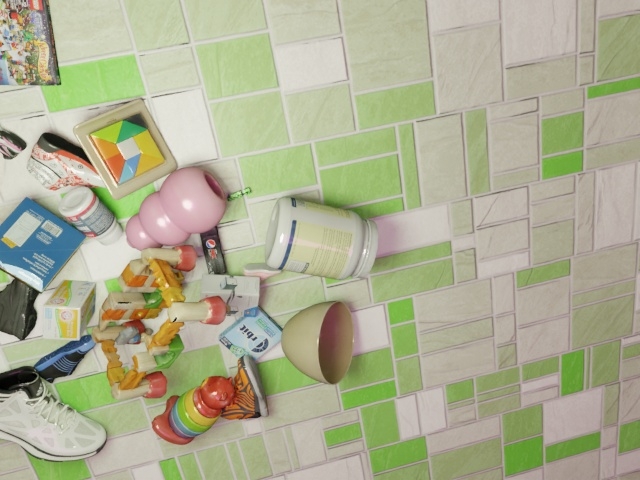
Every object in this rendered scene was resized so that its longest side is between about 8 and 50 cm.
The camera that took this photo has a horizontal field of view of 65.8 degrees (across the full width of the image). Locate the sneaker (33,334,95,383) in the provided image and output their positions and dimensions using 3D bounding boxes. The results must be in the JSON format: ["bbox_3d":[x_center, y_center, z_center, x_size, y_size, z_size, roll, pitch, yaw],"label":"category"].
[{"bbox_3d":[-0.846,0.402,1.675,0.232,0.081,0.090,-26,115,7],"label":"sneaker"}]

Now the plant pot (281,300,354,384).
[{"bbox_3d":[-0.025,0.349,1.731,0.191,0.284,0.283,-1,114,27],"label":"plant pot"}]

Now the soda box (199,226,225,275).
[{"bbox_3d":[-0.358,0.031,1.646,0.060,0.053,0.168,-11,111,-7],"label":"soda box"}]

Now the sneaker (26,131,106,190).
[{"bbox_3d":[-0.730,-0.196,1.485,0.270,0.090,0.145,31,116,-29],"label":"sneaker"}]

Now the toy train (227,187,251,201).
[{"bbox_3d":[-0.267,-0.151,1.620,0.083,0.017,0.023,-21,102,-3],"label":"toy train"}]

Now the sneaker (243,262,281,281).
[{"bbox_3d":[-0.203,0.118,1.712,0.135,0.051,0.070,0,123,-18],"label":"sneaker"}]

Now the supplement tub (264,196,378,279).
[{"bbox_3d":[0.000,0.000,1.607,0.325,0.235,0.235,11,106,-14],"label":"supplement tub"}]

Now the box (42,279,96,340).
[{"bbox_3d":[-0.781,0.214,1.550,0.103,0.203,0.114,6,108,-13],"label":"box"}]

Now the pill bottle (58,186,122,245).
[{"bbox_3d":[-0.685,-0.067,1.495,0.108,0.108,0.180,-27,140,0],"label":"pill bottle"}]

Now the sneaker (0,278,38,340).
[{"bbox_3d":[-0.964,0.179,1.561,0.130,0.109,0.286,18,102,-7],"label":"sneaker"}]

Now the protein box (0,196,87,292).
[{"bbox_3d":[-0.846,0.019,1.461,0.200,0.136,0.201,39,66,-20],"label":"protein box"}]

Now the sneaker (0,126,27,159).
[{"bbox_3d":[-0.946,-0.299,1.414,0.077,0.072,0.178,-42,106,17],"label":"sneaker"}]

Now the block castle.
[{"bbox_3d":[-0.493,0.252,1.529,0.213,0.303,0.453,6,130,-51],"label":"block castle"}]

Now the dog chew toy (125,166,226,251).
[{"bbox_3d":[-0.456,-0.079,1.519,0.332,0.206,0.206,-32,112,10],"label":"dog chew toy"}]

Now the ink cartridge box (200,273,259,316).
[{"bbox_3d":[-0.305,0.187,1.668,0.191,0.082,0.139,3,138,-11],"label":"ink cartridge box"}]

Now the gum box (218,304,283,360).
[{"bbox_3d":[-0.245,0.343,1.784,0.184,0.041,0.157,-38,112,5],"label":"gum box"}]

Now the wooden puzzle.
[{"bbox_3d":[-0.565,-0.268,1.460,0.221,0.044,0.238,-35,117,-28],"label":"wooden puzzle"}]

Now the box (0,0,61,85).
[{"bbox_3d":[-0.821,-0.547,1.361,0.159,0.044,0.232,-3,110,-9],"label":"box"}]

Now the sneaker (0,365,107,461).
[{"bbox_3d":[-0.915,0.573,1.637,0.448,0.169,0.257,23,122,-15],"label":"sneaker"}]

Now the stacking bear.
[{"bbox_3d":[-0.412,0.569,1.710,0.164,0.175,0.289,45,113,-8],"label":"stacking bear"}]

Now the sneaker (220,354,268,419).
[{"bbox_3d":[-0.299,0.551,1.780,0.180,0.124,0.320,-12,124,-5],"label":"sneaker"}]
